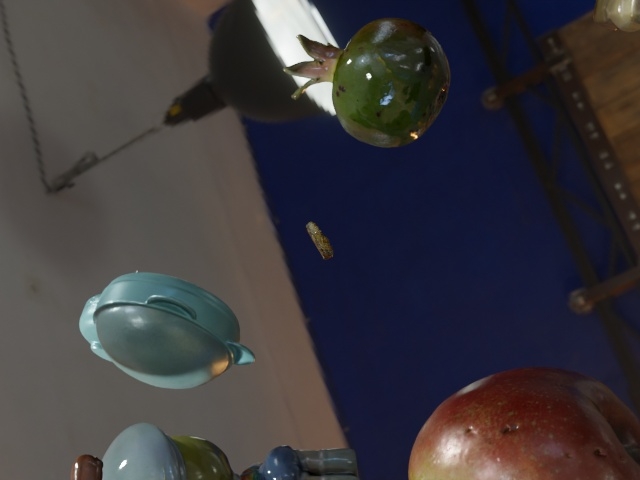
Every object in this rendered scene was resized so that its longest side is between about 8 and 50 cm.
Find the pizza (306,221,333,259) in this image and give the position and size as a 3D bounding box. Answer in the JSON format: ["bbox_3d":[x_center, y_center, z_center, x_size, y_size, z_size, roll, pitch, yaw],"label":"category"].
[{"bbox_3d":[0.000,0.000,1.286,0.037,0.016,0.083,58,180,-22],"label":"pizza"}]

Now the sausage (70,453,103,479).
[{"bbox_3d":[-0.302,0.341,1.473,0.047,0.040,0.177,41,-147,-30],"label":"sausage"}]

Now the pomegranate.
[{"bbox_3d":[0.065,-0.226,1.643,0.224,0.181,0.181,19,-160,9],"label":"pomegranate"}]

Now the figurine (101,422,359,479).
[{"bbox_3d":[-0.136,0.334,1.675,0.224,0.381,0.205,-118,18,-46],"label":"figurine"}]

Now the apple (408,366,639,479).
[{"bbox_3d":[0.288,0.322,1.511,0.348,0.277,0.348,43,-159,-21],"label":"apple"}]

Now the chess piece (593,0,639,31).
[{"bbox_3d":[0.426,-0.414,1.538,0.137,0.137,0.301,25,-102,-59],"label":"chess piece"}]

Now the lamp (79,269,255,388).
[{"bbox_3d":[-0.237,0.129,1.705,0.209,0.284,0.147,43,-109,-34],"label":"lamp"}]
